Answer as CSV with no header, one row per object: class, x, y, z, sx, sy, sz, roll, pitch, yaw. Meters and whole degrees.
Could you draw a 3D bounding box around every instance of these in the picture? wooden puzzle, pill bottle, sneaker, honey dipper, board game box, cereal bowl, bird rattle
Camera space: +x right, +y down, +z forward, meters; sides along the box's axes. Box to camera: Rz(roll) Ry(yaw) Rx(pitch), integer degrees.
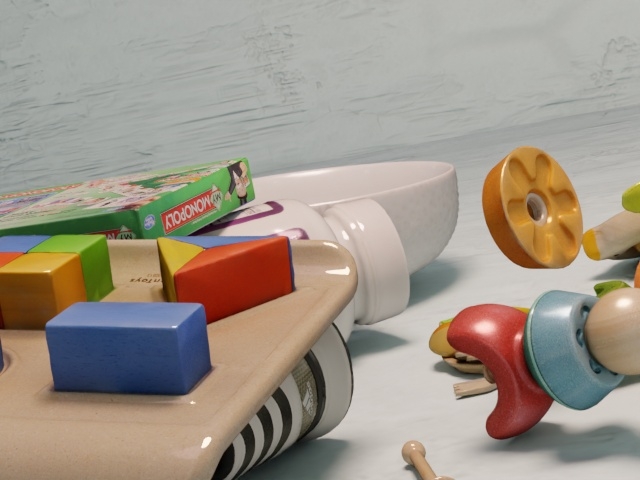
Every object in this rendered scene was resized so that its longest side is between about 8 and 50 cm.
wooden puzzle,-0.170,0.060,0.942,0.322,0.080,0.348,0,22,18
pill bottle,-0.073,0.055,1.307,0.301,0.169,0.169,-16,10,-19
sneaker,-0.224,0.127,1.064,0.447,0.169,0.257,-4,10,30
honey dipper,0.073,0.161,0.909,0.030,0.030,0.161,-13,7,-5
board game box,-0.249,-0.017,1.280,0.317,0.046,0.213,-7,12,26
cereal bowl,0.000,0.000,1.576,0.339,0.141,0.339,-6,9,1
bird rattle,0.387,-0.035,1.397,0.253,0.143,0.207,-17,-7,-41

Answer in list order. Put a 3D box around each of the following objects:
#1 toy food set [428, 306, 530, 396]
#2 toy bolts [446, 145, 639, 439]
toy food set,0.163,0.086,1.204,0.132,0.038,0.192,-12,9,1
toy bolts,0.209,0.029,0.993,0.158,0.218,0.228,-22,7,44
